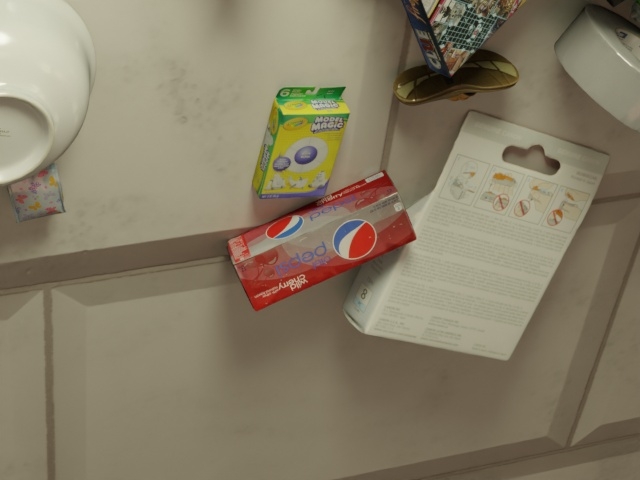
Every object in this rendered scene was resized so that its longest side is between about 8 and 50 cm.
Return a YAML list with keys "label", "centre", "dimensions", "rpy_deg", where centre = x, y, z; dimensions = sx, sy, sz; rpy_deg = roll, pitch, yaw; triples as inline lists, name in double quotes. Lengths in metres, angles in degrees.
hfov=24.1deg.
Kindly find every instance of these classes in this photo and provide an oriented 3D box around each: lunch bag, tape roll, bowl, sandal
- label: "lunch bag"
  centre: [-0.378, -0.071, 1.986]
  dimensions: [0.071, 0.053, 0.083]
  rpy_deg: [-14, 146, -9]
- label: "tape roll"
  centre: [0.432, -0.232, 2.084]
  dimensions: [0.219, 0.219, 0.072]
  rpy_deg: [18, 122, -37]
- label: "bowl"
  centre: [-0.406, -0.162, 1.821]
  dimensions: [0.298, 0.134, 0.298]
  rpy_deg: [-13, 136, -13]
- label: "sandal"
  centre: [0.187, -0.220, 2.096]
  dimensions: [0.180, 0.072, 0.049]
  rpy_deg: [-14, 152, -10]

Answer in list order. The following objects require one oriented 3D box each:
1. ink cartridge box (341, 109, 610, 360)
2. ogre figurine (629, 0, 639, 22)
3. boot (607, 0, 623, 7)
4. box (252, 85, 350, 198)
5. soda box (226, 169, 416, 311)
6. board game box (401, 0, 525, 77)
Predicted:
- label: "ink cartridge box"
  centre: [0.244, -0.010, 2.347]
  dimensions: [0.308, 0.091, 0.385]
  rpy_deg: [14, 109, -34]
- label: "ogre figurine"
  centre: [0.512, -0.338, 2.116]
  dimensions: [0.197, 0.097, 0.118]
  rpy_deg: [14, 108, -54]
- label: "boot"
  centre: [0.463, -0.508, 1.803]
  dimensions: [0.445, 0.146, 0.367]
  rpy_deg: [-26, 138, 19]
- label: "box"
  centre: [-0.025, -0.138, 2.093]
  dimensions: [0.105, 0.043, 0.179]
  rpy_deg: [-4, 132, -23]
- label: "soda box"
  centre: [0.000, 0.000, 2.198]
  dimensions: [0.263, 0.083, 0.092]
  rpy_deg: [-24, 120, -1]
- label: "board game box"
  centre: [0.205, -0.348, 1.903]
  dimensions: [0.243, 0.042, 0.165]
  rpy_deg: [-45, 136, -19]
